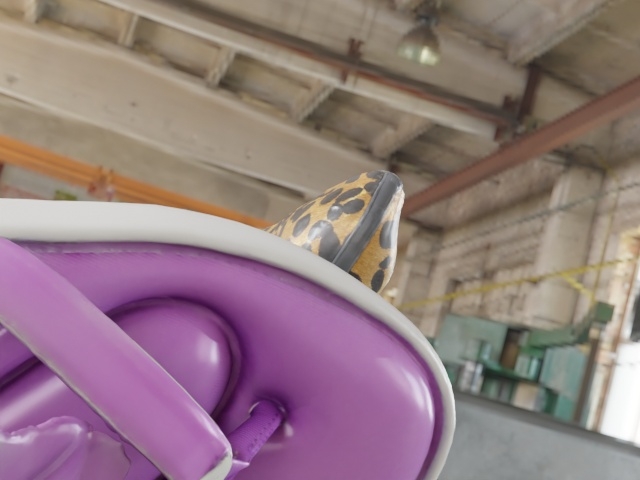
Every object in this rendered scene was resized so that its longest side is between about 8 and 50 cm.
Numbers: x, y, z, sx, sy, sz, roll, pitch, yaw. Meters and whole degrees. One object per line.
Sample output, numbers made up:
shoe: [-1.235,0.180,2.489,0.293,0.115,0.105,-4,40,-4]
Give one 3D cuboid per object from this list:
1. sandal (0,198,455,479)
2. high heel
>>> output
sandal: [-0.134,0.062,0.378,0.416,0.169,0.102,14,15,-24]
high heel: [0.000,0.000,0.794,0.093,0.186,0.261,34,20,-10]
